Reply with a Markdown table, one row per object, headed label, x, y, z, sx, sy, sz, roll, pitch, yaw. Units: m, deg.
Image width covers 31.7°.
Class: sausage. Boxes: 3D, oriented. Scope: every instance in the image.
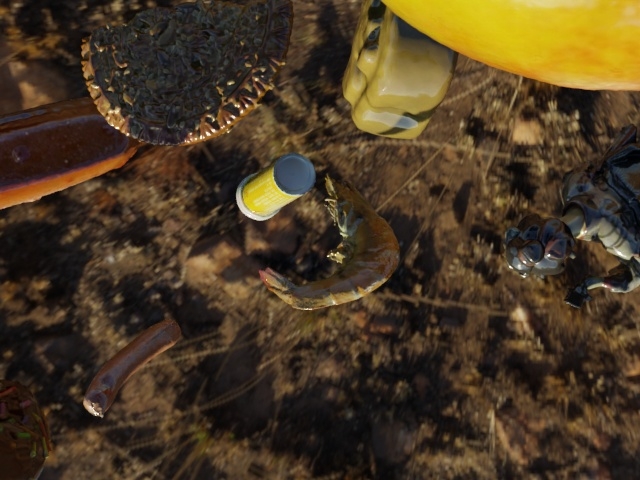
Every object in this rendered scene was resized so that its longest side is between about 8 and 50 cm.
| label | x | y | z | sx | sy | sz | roll | pitch | yaw |
| --- | --- | --- | --- | --- | --- | --- | --- | --- | --- |
| sausage | -0.342 | -0.076 | 1.158 | 0.330 | 0.102 | 0.102 | -20 | 103 | -25 |
| sausage | -0.249 | 0.163 | 1.492 | 0.040 | 0.177 | 0.047 | -17 | 110 | 46 |

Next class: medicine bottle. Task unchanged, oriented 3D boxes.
| label | x | y | z | sx | sy | sz | roll | pitch | yaw |
| --- | --- | --- | --- | --- | --- | --- | --- | --- | --- |
| medicine bottle | -0.066 | -0.079 | 1.644 | 0.073 | 0.218 | 0.074 | 2 | 83 | -16 |

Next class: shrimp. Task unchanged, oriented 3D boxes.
| label | x | y | z | sx | sy | sz | roll | pitch | yaw |
| --- | --- | --- | --- | --- | --- | --- | --- | --- | --- |
| shrimp | 0.000 | 0.000 | 0.675 | 0.083 | 0.114 | 0.023 | -24 | 129 | 1 |

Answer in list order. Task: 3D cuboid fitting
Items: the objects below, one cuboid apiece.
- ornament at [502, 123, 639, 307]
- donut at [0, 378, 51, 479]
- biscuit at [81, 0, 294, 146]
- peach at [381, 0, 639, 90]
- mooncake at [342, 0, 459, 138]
| label | x | y | z | sx | sy | sz | roll | pitch | yaw |
| --- | --- | --- | --- | --- | --- | --- | --- | --- | --- |
| ornament | 0.217 | -0.004 | 0.835 | 0.196 | 0.153 | 0.166 | -17 | 63 | -17 |
| donut | -0.310 | 0.120 | 0.889 | 0.096 | 0.216 | 0.230 | -39 | 70 | 3 |
| biscuit | -0.117 | -0.142 | 0.956 | 0.206 | 0.025 | 0.126 | -7 | 77 | 23 |
| peach | 0.116 | -0.171 | 0.429 | 0.230 | 0.231 | 0.231 | 3 | 105 | 10 |
| mooncake | 0.101 | -0.253 | 1.417 | 0.117 | 0.235 | 0.235 | 8 | 107 | -8 |
